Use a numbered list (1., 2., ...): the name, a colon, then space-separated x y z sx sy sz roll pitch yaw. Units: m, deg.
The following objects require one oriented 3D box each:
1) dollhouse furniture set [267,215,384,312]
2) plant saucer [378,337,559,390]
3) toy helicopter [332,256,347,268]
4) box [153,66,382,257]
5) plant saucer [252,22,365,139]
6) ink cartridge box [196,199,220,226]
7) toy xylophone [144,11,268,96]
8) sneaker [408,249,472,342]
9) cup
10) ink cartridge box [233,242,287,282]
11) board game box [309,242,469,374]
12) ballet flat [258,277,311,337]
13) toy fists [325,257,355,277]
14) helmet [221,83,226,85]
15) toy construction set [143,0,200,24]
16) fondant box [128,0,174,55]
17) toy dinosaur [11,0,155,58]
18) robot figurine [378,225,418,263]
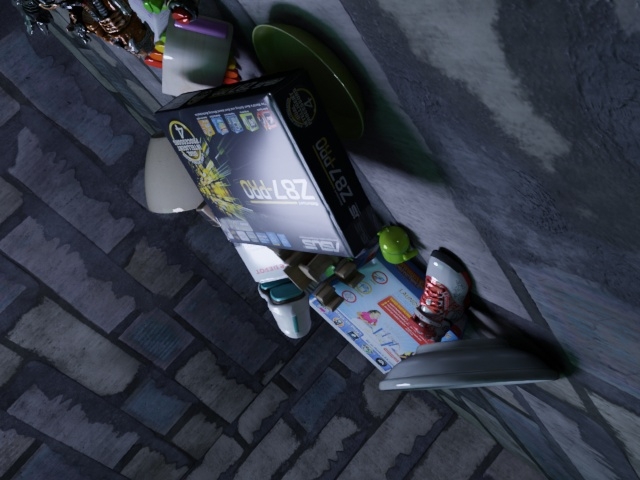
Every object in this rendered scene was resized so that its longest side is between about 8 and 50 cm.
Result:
1. dollhouse furniture set: 0.005 0.003 1.443 0.212 0.242 0.161 48 169 -28
2. plant saucer: 0.332 0.287 1.390 0.401 0.100 0.400 -3 165 -1
3. toy helicopter: 0.000 0.000 1.738 0.355 0.140 0.235 48 -170 16
4. box: -0.109 -0.132 1.109 0.395 0.097 0.318 7 135 48
5. plant saucer: -0.011 -0.263 0.980 0.241 0.037 0.241 41 169 9
6. ink cartridge box: -0.273 -0.153 1.887 0.088 0.234 0.193 45 171 -15
7. toy xylophone: -0.227 -0.347 1.222 0.236 0.081 0.323 11 174 -22
8. sneaker: 0.255 0.136 1.325 0.090 0.145 0.270 37 168 31
9. cup: -0.468 -0.265 2.076 0.331 0.331 0.236 27 136 57
10. ink cartridge box: -0.131 -0.063 1.556 0.223 0.129 0.307 -14 112 37
11. board game box: 0.170 0.182 1.580 0.308 0.086 0.302 44 136 -9
12. ballet flat: -0.089 0.160 1.608 0.139 0.139 0.400 45 -178 -12
13. toy fists: 0.035 0.065 2.023 0.279 0.096 0.142 41 171 -2
14. helmet: -0.240 -0.276 1.451 0.169 0.169 0.161 43 153 -1
15. toy construction set: -0.270 -0.441 0.898 0.215 0.151 0.328 19 -178 -11
16. fondant box: -0.381 -0.509 1.209 0.238 0.096 0.330 44 169 -8
17. toy dinosaur: -0.413 -0.439 0.997 0.218 0.164 0.322 18 140 45
18. robot figurine: 0.168 0.010 1.355 0.101 0.067 0.115 47 173 26
